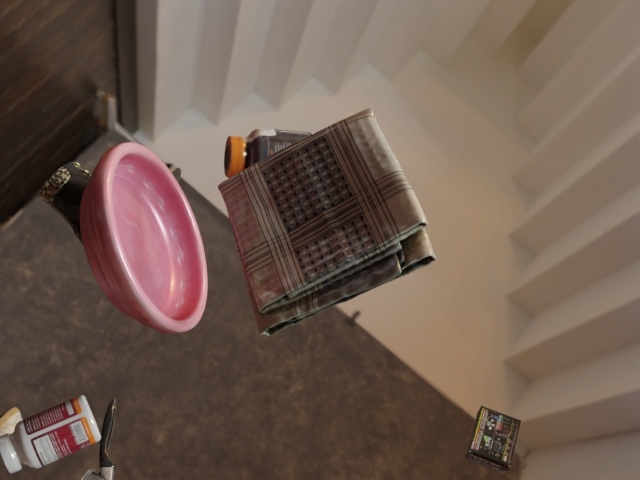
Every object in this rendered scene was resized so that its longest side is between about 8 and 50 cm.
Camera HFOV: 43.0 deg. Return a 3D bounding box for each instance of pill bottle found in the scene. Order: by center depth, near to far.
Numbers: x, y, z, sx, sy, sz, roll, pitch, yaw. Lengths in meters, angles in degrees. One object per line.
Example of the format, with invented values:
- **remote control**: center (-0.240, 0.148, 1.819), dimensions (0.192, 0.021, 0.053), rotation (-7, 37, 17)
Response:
- **pill bottle**: center (-0.453, 0.326, 1.356), dimensions (0.152, 0.086, 0.086), rotation (-21, 167, -18)
- **pill bottle**: center (-0.076, -0.167, 1.696), dimensions (0.130, 0.246, 0.130), rotation (-177, -90, -73)

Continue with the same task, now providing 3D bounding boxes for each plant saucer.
- **plant saucer**: center (-0.301, 0.003, 1.371), dimensions (0.084, 0.332, 0.332), rotation (-18, -175, 14)

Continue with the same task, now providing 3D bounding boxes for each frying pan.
- **frying pan**: center (-0.385, 0.457, 1.426), dimensions (0.326, 0.053, 0.197), rotation (-80, 175, -61)

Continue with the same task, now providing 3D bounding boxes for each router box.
- **router box**: center (0.370, 0.426, 1.740), dimensions (0.038, 0.092, 0.122), rotation (101, 13, -49)

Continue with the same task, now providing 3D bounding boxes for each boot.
- **boot**: center (-0.403, -0.103, 1.553), dimensions (0.236, 0.179, 0.085), rotation (-46, 169, -11)

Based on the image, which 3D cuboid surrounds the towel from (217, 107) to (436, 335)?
- **towel**: center (-0.002, -0.039, 1.321), dimensions (0.312, 0.324, 0.056), rotation (-25, 148, 7)

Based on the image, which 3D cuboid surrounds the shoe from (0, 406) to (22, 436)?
- **shoe**: center (-0.605, 0.365, 1.519), dimensions (0.077, 0.058, 0.219), rotation (-31, -177, -5)
